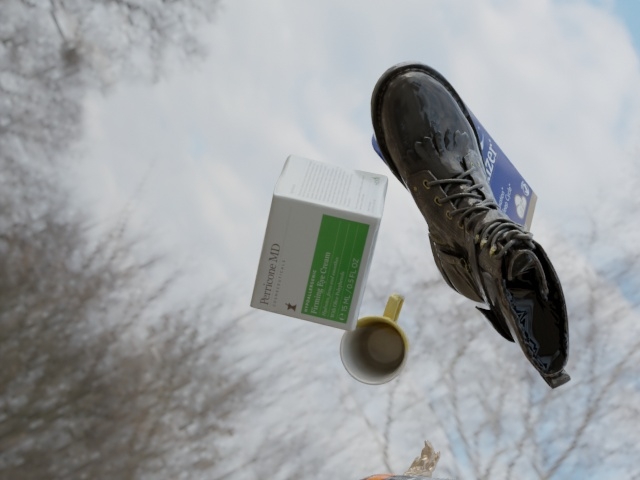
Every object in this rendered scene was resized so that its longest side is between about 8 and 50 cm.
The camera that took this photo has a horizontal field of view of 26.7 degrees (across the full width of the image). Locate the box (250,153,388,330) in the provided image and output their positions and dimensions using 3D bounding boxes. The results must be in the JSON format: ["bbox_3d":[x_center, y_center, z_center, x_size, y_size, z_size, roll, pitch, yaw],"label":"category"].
[{"bbox_3d":[0.000,0.000,1.071,0.102,0.087,0.101,-72,175,-68],"label":"box"}]

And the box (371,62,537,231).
[{"bbox_3d":[0.141,-0.069,1.379,0.036,0.136,0.225,-21,-56,37],"label":"box"}]

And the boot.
[{"bbox_3d":[0.139,-0.022,1.159,0.263,0.091,0.229,65,-3,-18],"label":"boot"}]

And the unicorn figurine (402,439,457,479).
[{"bbox_3d":[0.088,0.262,1.154,0.060,0.111,0.162,-14,-71,31],"label":"unicorn figurine"}]

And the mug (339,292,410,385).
[{"bbox_3d":[0.060,0.093,1.231,0.062,0.078,0.064,52,10,8],"label":"mug"}]

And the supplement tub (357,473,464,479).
[{"bbox_3d":[0.070,0.195,0.813,0.197,0.106,0.106,-3,-64,45],"label":"supplement tub"}]
